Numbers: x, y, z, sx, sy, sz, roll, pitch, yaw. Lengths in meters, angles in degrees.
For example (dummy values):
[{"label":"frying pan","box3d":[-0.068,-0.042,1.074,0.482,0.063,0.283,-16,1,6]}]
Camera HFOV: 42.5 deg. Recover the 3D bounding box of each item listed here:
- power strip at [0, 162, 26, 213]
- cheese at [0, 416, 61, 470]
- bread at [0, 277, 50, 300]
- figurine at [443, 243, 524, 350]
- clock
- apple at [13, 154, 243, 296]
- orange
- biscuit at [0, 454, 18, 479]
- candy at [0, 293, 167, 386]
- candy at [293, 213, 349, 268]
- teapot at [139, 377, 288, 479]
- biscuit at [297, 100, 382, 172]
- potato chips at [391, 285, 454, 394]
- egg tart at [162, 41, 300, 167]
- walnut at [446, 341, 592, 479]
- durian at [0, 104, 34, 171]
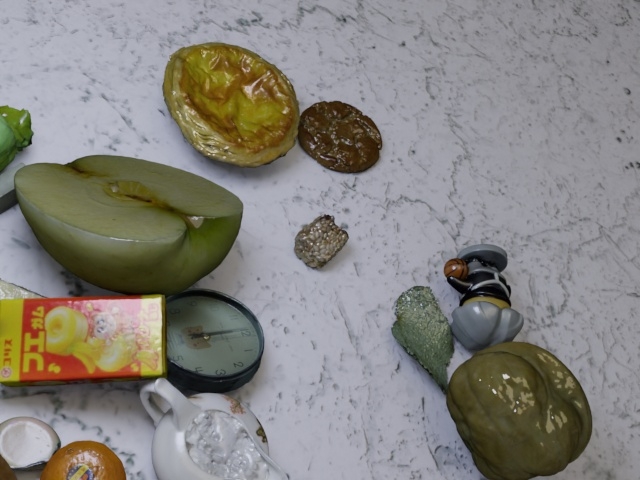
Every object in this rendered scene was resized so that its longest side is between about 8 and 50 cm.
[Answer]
[{"label":"power strip","box3d":[-0.606,-0.080,1.534,0.042,0.075,0.175,44,50,4]},{"label":"cheese","box3d":[-0.508,0.327,1.332,0.171,0.047,0.092,13,52,-18]},{"label":"bread","box3d":[-0.542,0.116,1.467,0.154,0.028,0.068,23,53,-12]},{"label":"figurine","box3d":[0.356,0.130,1.828,0.176,0.133,0.236,14,52,-17]},{"label":"clock","box3d":[-0.213,0.183,1.539,0.226,0.049,0.226,14,40,-12]},{"label":"apple","box3d":[-0.347,-0.055,1.496,0.360,0.320,0.311,22,69,25]},{"label":"orange","box3d":[-0.378,0.389,1.312,0.136,0.117,0.135,6,58,-10]},{"label":"biscuit","box3d":[-0.525,0.454,1.084,0.074,0.358,0.381,-5,30,21]},{"label":"candy","box3d":[-0.401,0.171,1.400,0.276,0.088,0.146,-3,73,-8]},{"label":"candy","box3d":[0.000,0.000,1.773,0.095,0.085,0.110,43,61,-3]},{"label":"teapot","box3d":[-0.193,0.352,1.412,0.298,0.139,0.204,35,53,-2]},{"label":"biscuit","box3d":[0.049,-0.255,1.990,0.226,0.042,0.226,12,56,-18]},{"label":"potato chips","box3d":[0.227,0.208,1.764,0.167,0.059,0.228,26,46,-17]},{"label":"egg tart","box3d":[-0.203,-0.289,1.831,0.341,0.132,0.341,13,55,-19]},{"label":"walnut","box3d":[0.388,0.337,1.628,0.282,0.253,0.277,-25,75,-37]},{"label":"durian","box3d":[-0.675,-0.180,1.463,0.340,0.256,0.204,-40,95,-24]}]
